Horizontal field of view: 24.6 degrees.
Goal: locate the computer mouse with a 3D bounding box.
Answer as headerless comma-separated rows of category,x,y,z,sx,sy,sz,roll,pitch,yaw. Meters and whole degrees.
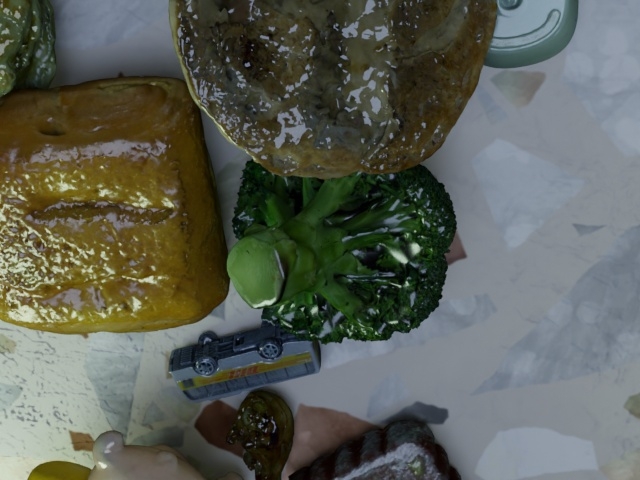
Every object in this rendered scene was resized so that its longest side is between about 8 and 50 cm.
computer mouse,0.206,-0.338,1.660,0.159,0.097,0.288,-10,102,14

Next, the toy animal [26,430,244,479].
toy animal,-0.221,0.353,1.885,0.277,0.247,0.345,39,124,23

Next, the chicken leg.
chicken leg,-0.076,0.279,1.917,0.093,0.070,0.178,-15,123,-18

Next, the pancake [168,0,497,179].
pancake,0.018,-0.253,1.556,0.386,0.082,0.387,-3,101,-16

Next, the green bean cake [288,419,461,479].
green bean cake,0.099,0.358,1.914,0.198,0.097,0.233,-31,105,12

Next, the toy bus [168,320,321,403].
toy bus,-0.094,0.151,1.873,0.190,0.064,0.075,-16,120,9

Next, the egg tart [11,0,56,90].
egg tart,-0.399,-0.240,1.741,0.197,0.078,0.197,1,108,5

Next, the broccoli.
broccoli,0.000,0.000,1.704,0.297,0.297,0.298,13,111,38

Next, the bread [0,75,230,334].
bread,-0.282,-0.023,1.736,0.328,0.148,0.337,-4,125,2

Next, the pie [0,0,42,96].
pie,-0.424,-0.226,1.656,0.248,0.090,0.201,-24,88,17
